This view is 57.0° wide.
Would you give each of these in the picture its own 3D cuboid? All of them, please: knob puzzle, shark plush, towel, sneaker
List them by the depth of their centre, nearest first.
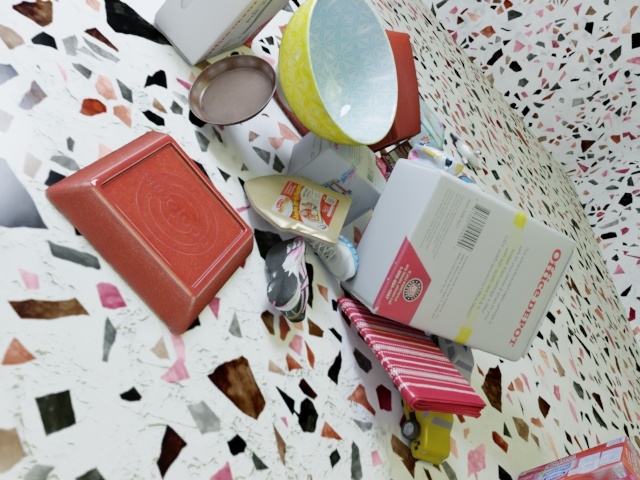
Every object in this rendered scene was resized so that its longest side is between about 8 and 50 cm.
[{"bbox_3d":[-0.051,0.068,0.999,0.178,0.072,0.077,-82,153,-50],"label":"sneaker"},{"bbox_3d":[0.159,0.208,1.069,0.198,0.031,0.275,18,22,-37],"label":"towel"},{"bbox_3d":[-0.050,-0.062,1.077,0.213,0.030,0.213,14,35,-10],"label":"knob puzzle"},{"bbox_3d":[0.000,0.000,1.126,0.083,0.071,0.191,-5,58,-49],"label":"sneaker"},{"bbox_3d":[0.528,-0.333,2.200,0.161,0.073,0.067,43,7,17],"label":"shark plush"}]

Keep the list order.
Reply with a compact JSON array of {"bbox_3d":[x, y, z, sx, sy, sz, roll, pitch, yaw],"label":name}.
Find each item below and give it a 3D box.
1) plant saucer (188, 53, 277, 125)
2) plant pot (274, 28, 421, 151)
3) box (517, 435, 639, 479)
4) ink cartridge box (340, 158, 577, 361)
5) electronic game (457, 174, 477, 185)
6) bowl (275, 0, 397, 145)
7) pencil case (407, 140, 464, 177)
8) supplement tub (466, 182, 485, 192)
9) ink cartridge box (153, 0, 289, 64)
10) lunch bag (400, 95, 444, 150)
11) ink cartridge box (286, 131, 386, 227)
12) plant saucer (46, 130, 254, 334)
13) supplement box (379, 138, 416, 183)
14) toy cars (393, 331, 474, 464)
[{"bbox_3d":[-0.158,-0.270,1.078,0.029,0.168,0.168,70,7,-58],"label":"plant saucer"},{"bbox_3d":[0.089,-0.315,1.366,0.267,0.267,0.236,-27,96,-59],"label":"plant pot"},{"bbox_3d":[0.531,0.515,1.196,0.128,0.257,0.123,-13,71,-58],"label":"box"},{"bbox_3d":[0.276,0.047,1.167,0.384,0.279,0.160,23,5,-27],"label":"ink cartridge box"},{"bbox_3d":[0.524,-0.118,1.970,0.229,0.048,0.229,35,38,-32],"label":"electronic game"},{"bbox_3d":[0.008,-0.310,1.113,0.289,0.156,0.290,10,78,-52],"label":"bowl"},{"bbox_3d":[0.200,-0.069,1.261,0.113,0.273,0.124,22,10,-29],"label":"pencil case"},{"bbox_3d":[0.462,-0.058,1.735,0.199,0.144,0.144,39,35,-26],"label":"supplement tub"},{"bbox_3d":[-0.172,-0.483,1.181,0.117,0.207,0.283,49,32,-10],"label":"ink cartridge box"},{"bbox_3d":[0.264,-0.381,1.790,0.279,0.108,0.224,48,27,-18],"label":"lunch bag"},{"bbox_3d":[0.036,-0.145,1.237,0.176,0.127,0.128,40,36,-27],"label":"ink cartridge box"},{"bbox_3d":[-0.217,-0.034,0.864,0.258,0.047,0.259,50,32,-11],"label":"plant saucer"},{"bbox_3d":[0.158,-0.168,1.427,0.073,0.130,0.239,56,32,-2],"label":"supplement box"},{"bbox_3d":[0.250,0.276,1.189,0.176,0.087,0.393,55,31,-3],"label":"toy cars"}]
